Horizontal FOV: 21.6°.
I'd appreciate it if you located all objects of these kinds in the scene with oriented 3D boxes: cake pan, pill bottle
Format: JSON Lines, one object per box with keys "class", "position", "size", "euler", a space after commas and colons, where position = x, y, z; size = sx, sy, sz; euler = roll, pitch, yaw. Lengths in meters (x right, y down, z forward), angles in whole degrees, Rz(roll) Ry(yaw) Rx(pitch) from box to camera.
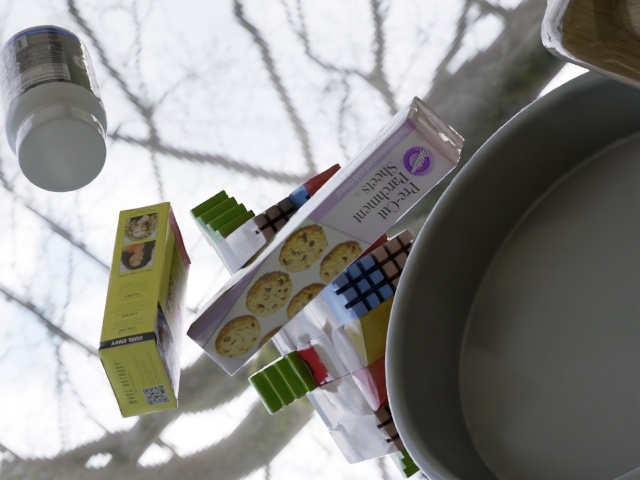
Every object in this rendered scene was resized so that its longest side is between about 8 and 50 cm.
{"class": "cake pan", "position": [0.164, 0.029, 0.964], "size": [0.054, 0.293, 0.293], "euler": [35, -145, -36]}
{"class": "pill bottle", "position": [-0.203, -0.099, 1.271], "size": [0.078, 0.078, 0.137], "euler": [17, -151, -26]}

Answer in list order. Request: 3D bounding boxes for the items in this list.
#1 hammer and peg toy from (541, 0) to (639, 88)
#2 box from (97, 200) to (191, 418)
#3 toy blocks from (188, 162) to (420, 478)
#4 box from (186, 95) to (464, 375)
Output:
{"class": "hammer and peg toy", "position": [0.196, -0.181, 0.691], "size": [0.361, 0.266, 0.127], "euler": [18, -177, -18]}
{"class": "box", "position": [-0.166, 0.062, 1.611], "size": [0.058, 0.087, 0.232], "euler": [-11, -147, 6]}
{"class": "toy blocks", "position": [0.038, 0.076, 1.755], "size": [0.190, 0.261, 0.381], "euler": [-32, -90, -24]}
{"class": "box", "position": [0.000, 0.000, 1.565], "size": [0.067, 0.324, 0.063], "euler": [42, -153, -9]}
